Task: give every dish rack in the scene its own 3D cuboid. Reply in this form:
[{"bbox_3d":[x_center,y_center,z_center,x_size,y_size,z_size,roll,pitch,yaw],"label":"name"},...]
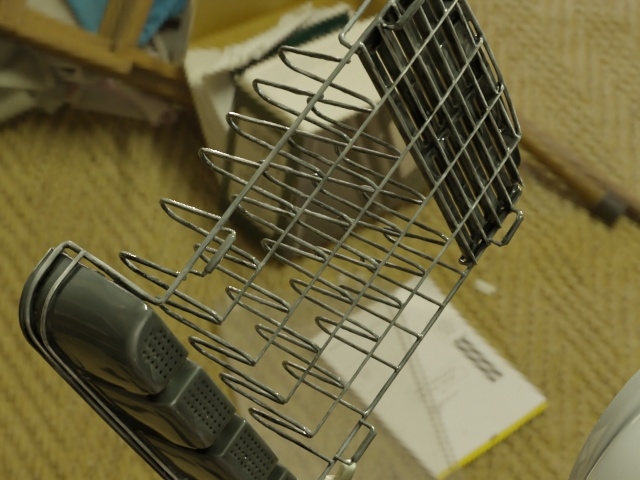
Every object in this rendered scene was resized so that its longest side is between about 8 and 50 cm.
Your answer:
[{"bbox_3d":[0.000,0.000,0.690,0.074,0.208,0.271,23,67,37],"label":"dish rack"}]

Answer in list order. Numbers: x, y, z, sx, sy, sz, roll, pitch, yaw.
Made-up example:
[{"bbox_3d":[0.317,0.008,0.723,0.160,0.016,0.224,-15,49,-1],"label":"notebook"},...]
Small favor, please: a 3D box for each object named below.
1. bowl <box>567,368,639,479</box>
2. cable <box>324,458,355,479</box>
[{"bbox_3d":[0.199,0.163,0.493,0.298,0.298,0.134,44,22,22],"label":"bowl"},{"bbox_3d":[-0.040,0.267,1.011,0.072,0.287,0.139,33,37,-6],"label":"cable"}]
